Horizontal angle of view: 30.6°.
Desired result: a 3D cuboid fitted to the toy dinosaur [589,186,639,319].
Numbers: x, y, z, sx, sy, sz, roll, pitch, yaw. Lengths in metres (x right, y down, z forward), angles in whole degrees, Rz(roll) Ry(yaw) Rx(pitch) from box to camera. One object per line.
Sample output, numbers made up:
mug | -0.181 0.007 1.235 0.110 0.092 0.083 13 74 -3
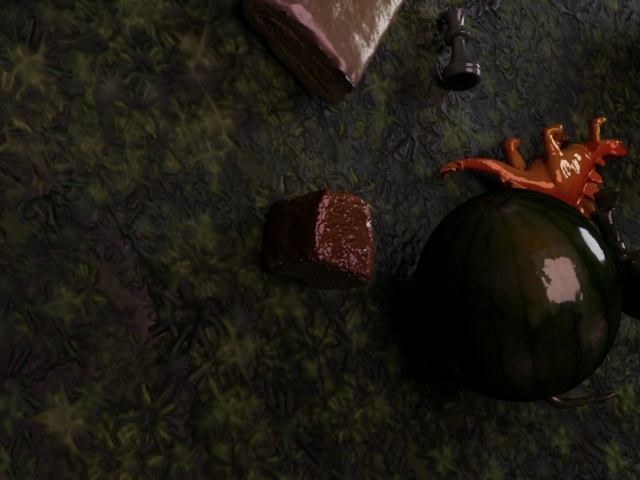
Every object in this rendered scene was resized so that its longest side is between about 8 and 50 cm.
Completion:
toy dinosaur | 0.349 0.092 1.186 0.447 0.087 0.301 -35 110 -68

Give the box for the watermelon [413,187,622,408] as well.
watermelon | 0.179 0.060 1.062 0.188 0.188 0.215 -36 118 -44

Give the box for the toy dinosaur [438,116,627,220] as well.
toy dinosaur | 0.244 -0.060 1.247 0.288 0.070 0.117 -16 87 -40

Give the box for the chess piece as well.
chess piece | 0.144 -0.205 1.224 0.042 0.042 0.093 18 57 -37

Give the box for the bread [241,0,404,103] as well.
bread | 0.012 -0.229 1.093 0.139 0.060 0.178 44 51 -23

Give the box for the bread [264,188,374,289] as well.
bread | 0.002 -0.001 0.986 0.076 0.083 0.070 18 73 -34
